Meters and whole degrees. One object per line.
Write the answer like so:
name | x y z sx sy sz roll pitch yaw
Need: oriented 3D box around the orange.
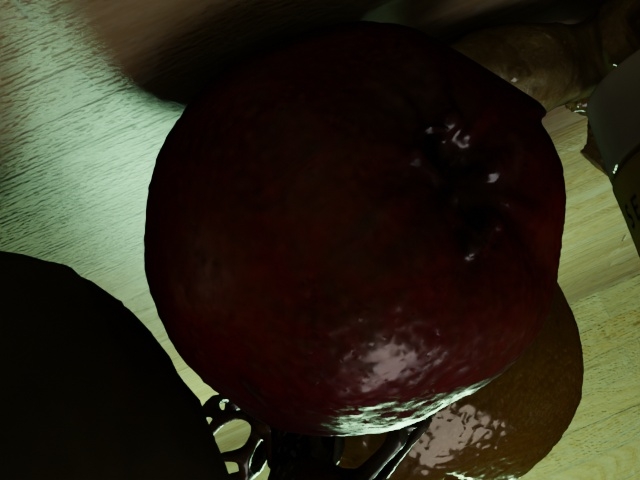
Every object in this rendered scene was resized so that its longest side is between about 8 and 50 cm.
orange | 0.109 0.128 1.414 0.322 0.322 0.357 -30 159 28

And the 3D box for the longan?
longan | -0.253 0.222 0.931 0.404 0.404 0.436 -18 151 -20

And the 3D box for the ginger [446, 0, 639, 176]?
ginger | 0.282 -0.165 1.015 0.363 0.122 0.348 -35 165 22

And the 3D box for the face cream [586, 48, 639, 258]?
face cream | 0.316 -0.047 0.913 0.218 0.179 0.218 -15 163 -5

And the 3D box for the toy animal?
toy animal | -0.022 0.150 1.026 0.260 0.087 0.243 -39 -163 25

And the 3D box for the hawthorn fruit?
hawthorn fruit | 0.000 0.000 0.868 0.265 0.265 0.307 -13 177 -38
